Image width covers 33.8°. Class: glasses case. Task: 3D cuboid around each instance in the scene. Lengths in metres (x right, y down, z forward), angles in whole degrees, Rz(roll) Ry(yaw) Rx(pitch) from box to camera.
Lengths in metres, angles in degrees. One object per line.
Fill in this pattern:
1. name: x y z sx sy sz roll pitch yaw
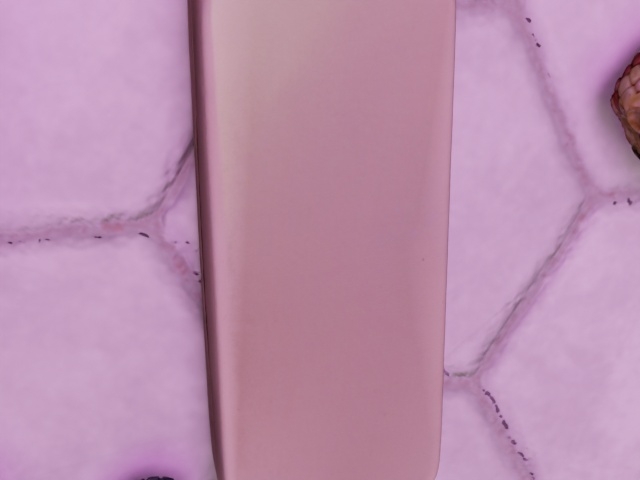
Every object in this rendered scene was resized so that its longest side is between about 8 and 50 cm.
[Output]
1. glasses case: 0.000 0.000 0.621 0.143 0.076 0.337 -4 112 -13

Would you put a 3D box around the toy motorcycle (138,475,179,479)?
1. toy motorcycle: -0.130 0.242 0.690 0.114 0.076 0.205 0 113 -4

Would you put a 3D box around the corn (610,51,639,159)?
1. corn: 0.298 -0.148 0.626 0.290 0.098 0.098 -42 114 4
